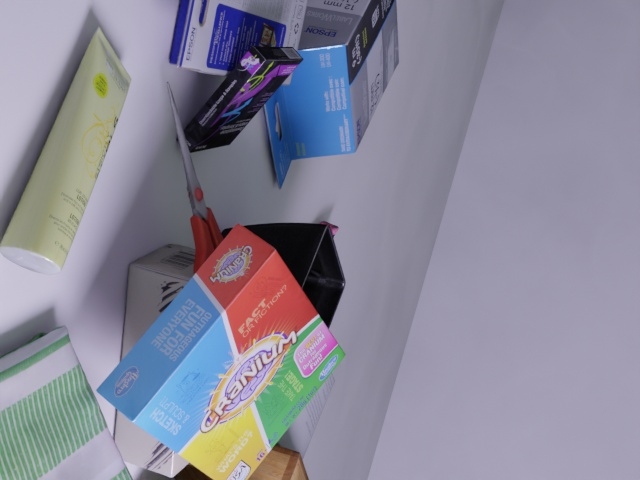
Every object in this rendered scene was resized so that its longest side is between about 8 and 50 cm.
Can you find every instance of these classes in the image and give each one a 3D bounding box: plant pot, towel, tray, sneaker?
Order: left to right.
[{"bbox_3d":[-0.252,0.264,0.917,0.325,0.038,0.248,65,22,-5],"label":"towel"},{"bbox_3d":[-0.111,0.415,1.529,0.411,0.202,0.076,79,29,-57],"label":"tray"},{"bbox_3d":[-0.080,0.081,1.405,0.188,0.166,0.188,71,37,-57],"label":"plant pot"},{"bbox_3d":[0.000,0.000,1.846,0.057,0.047,0.119,-68,165,17],"label":"sneaker"}]

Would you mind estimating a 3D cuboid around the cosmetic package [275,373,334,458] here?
[{"bbox_3d":[-0.086,0.250,1.504,0.151,0.151,0.184,75,34,-53],"label":"cosmetic package"}]

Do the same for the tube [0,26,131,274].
[{"bbox_3d":[-0.241,-0.086,0.926,0.070,0.062,0.240,-24,-135,57],"label":"tube"}]

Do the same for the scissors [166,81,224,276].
[{"bbox_3d":[-0.146,-0.033,1.120,0.109,0.021,0.297,-58,137,-52],"label":"scissors"}]

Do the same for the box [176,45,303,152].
[{"bbox_3d":[-0.102,-0.180,1.205,0.162,0.029,0.116,-45,172,24],"label":"box"}]

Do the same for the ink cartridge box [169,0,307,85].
[{"bbox_3d":[-0.104,-0.295,1.188,0.371,0.069,0.176,-23,127,-73],"label":"ink cartridge box"}]

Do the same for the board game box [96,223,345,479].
[{"bbox_3d":[-0.103,0.157,1.142,0.242,0.064,0.316,-51,150,-12],"label":"board game box"}]

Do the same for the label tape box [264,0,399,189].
[{"bbox_3d":[0.025,-0.277,1.557,0.249,0.115,0.348,82,26,-53],"label":"label tape box"}]

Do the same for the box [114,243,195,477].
[{"bbox_3d":[-0.193,0.153,1.218,0.113,0.094,0.275,-37,137,-64],"label":"box"}]
